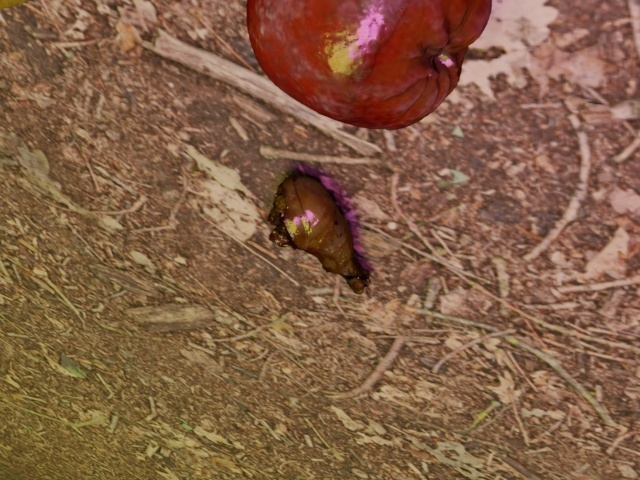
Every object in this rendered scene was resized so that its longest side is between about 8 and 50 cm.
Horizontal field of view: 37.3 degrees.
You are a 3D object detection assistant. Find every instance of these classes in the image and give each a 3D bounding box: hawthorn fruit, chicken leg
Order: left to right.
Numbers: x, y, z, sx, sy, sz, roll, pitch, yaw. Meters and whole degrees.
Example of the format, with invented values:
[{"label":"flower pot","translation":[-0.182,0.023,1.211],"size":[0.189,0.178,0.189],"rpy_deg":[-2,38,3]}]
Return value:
[{"label":"chicken leg","translation":[0.000,0.000,1.012],"size":[0.093,0.070,0.178],"rpy_deg":[2,149,37]},{"label":"hawthorn fruit","translation":[0.027,-0.165,0.657],"size":[0.172,0.173,0.173],"rpy_deg":[20,147,14]}]

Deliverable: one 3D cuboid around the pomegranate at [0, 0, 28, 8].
[{"label":"pomegranate","translation":[-0.227,-0.292,0.656],"size":[0.301,0.236,0.236],"rpy_deg":[-22,128,15]}]
